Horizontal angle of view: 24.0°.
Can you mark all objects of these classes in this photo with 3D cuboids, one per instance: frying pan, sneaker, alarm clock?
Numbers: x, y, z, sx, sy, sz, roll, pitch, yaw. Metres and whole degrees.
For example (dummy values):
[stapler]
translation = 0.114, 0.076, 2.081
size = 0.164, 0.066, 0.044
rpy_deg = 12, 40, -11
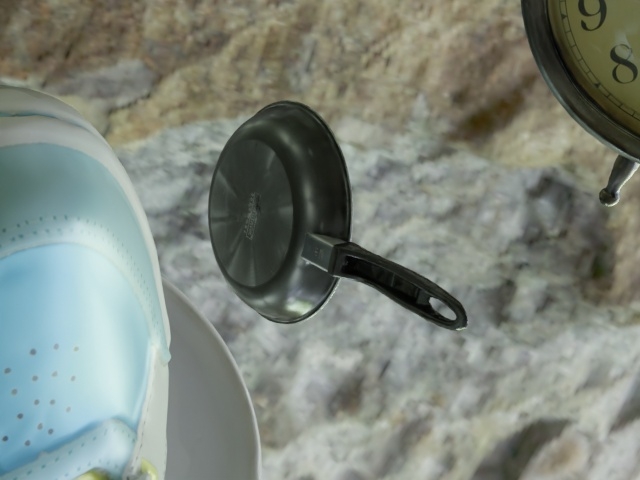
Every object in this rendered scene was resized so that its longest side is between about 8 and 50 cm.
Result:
[frying pan]
translation = -0.013, 0.020, 1.276
size = 0.053, 0.326, 0.197
rpy_deg = 0, -47, -36
[sneaker]
translation = -0.054, 0.128, 0.408
size = 0.127, 0.208, 0.319
rpy_deg = -24, -40, -30
[alarm clock]
translation = 0.133, -0.108, 0.510
size = 0.064, 0.129, 0.192
rpy_deg = -54, -46, -58

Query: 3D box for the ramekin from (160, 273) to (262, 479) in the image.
[ramekin]
translation = -0.152, 0.121, 0.817
size = 0.273, 0.127, 0.273
rpy_deg = 19, -120, -35
